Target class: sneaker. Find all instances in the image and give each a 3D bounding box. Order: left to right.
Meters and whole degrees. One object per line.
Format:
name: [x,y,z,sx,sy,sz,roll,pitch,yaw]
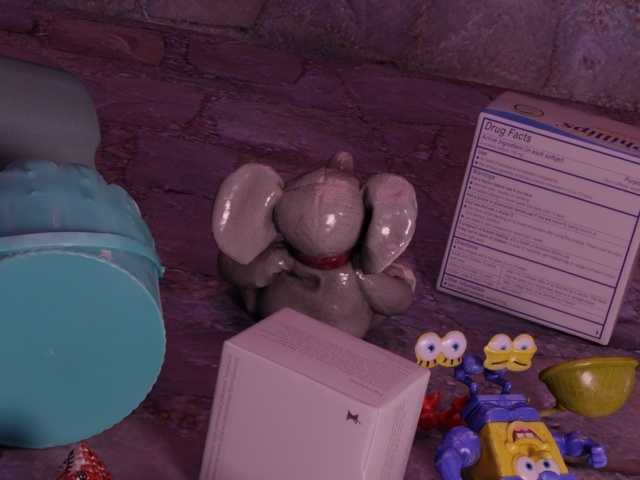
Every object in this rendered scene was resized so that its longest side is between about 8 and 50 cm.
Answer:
sneaker: [-0.230,0.243,1.153,0.093,0.088,0.225,-32,-2,-2]

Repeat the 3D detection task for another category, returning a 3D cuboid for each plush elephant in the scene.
plush elephant: [0.000,0.000,1.656,0.272,0.255,0.330,13,23,3]

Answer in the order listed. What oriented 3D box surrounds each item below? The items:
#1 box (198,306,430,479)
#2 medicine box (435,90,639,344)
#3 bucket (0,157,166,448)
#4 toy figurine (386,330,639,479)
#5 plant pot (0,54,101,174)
box: [-0.008,0.192,1.299,0.182,0.181,0.119,22,24,23]
medicine box: [0.337,-0.036,1.863,0.264,0.289,0.149,19,24,15]
bucket: [-0.295,0.068,1.354,0.281,0.281,0.183,3,28,-21]
toy figurine: [0.214,0.244,1.418,0.363,0.191,0.217,6,53,-32]
plant pot: [-0.482,-0.112,1.631,0.334,0.341,0.341,3,23,-39]
